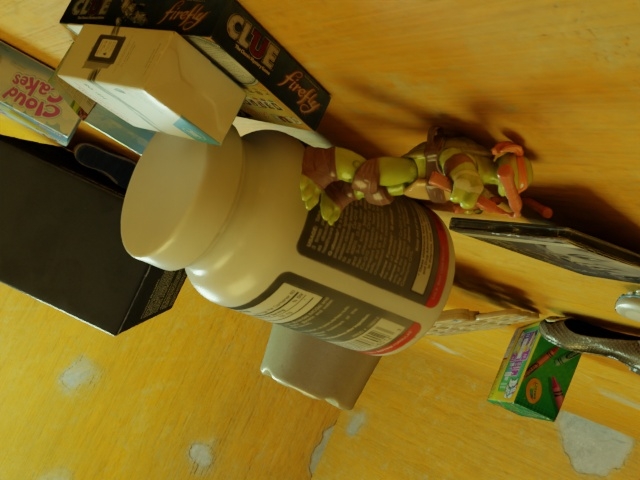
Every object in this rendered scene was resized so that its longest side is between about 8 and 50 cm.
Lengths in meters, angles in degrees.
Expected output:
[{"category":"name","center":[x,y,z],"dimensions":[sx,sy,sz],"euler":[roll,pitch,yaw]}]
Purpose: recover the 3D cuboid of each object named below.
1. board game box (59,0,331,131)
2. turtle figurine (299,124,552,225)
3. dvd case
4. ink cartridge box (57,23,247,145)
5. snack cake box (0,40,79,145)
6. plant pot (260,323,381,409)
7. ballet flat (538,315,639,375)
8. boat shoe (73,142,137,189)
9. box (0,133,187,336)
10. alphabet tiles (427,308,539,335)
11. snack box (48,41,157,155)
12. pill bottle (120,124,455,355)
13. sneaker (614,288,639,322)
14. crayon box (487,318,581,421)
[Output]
[{"category":"board game box","center":[-0.128,-0.183,0.763],"dimensions":[0.243,0.042,0.165],"euler":[18,169,39]},{"category":"turtle figurine","center":[0.096,-0.060,0.682],"dimensions":[0.217,0.087,0.269],"euler":[-1,-179,16]},{"category":"dvd case","center":[0.268,0.016,0.792],"dimensions":[0.221,0.018,0.164],"euler":[17,176,-29]},{"category":"ink cartridge box","center":[-0.171,-0.151,0.722],"dimensions":[0.180,0.060,0.104],"euler":[17,169,41]},{"category":"snack cake box","center":[-0.513,-0.259,1.227],"dimensions":[0.264,0.089,0.152],"euler":[28,170,-18]},{"category":"plant pot","center":[0.024,0.191,1.667],"dimensions":[0.333,0.306,0.334],"euler":[23,172,3]},{"category":"ballet flat","center":[0.437,0.149,1.161],"dimensions":[0.084,0.058,0.250],"euler":[-10,-165,-26]},{"category":"boat shoe","center":[-0.479,-0.176,1.740],"dimensions":[0.183,0.066,0.066],"euler":[32,-178,-34]},{"category":"box","center":[-0.575,-0.025,1.844],"dimensions":[0.479,0.298,0.472],"euler":[25,-178,3]},{"category":"alphabet tiles","center":[0.229,0.146,1.334],"dimensions":[0.277,0.021,0.284],"euler":[-13,165,28]},{"category":"snack box","center":[-0.233,-0.160,0.956],"dimensions":[0.174,0.070,0.207],"euler":[31,-177,-38]},{"category":"pill bottle","center":[-0.030,-0.005,0.893],"dimensions":[0.362,0.210,0.210],"euler":[24,173,-36]},{"category":"sneaker","center":[0.426,0.115,0.872],"dimensions":[0.190,0.083,0.071],"euler":[19,171,43]},{"category":"crayon box","center":[0.407,0.250,1.450],"dimensions":[0.081,0.165,0.278],"euler":[24,172,7]}]
